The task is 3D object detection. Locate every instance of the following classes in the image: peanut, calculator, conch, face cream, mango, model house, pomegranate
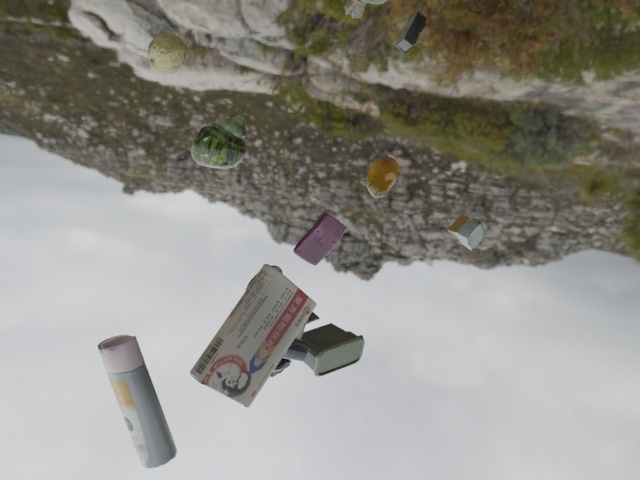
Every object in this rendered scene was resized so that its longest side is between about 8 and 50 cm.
[{"bbox_3d":[-0.573,-0.692,2.140,0.140,0.159,0.109,52,-158,22],"label":"peanut"},{"bbox_3d":[0.000,0.000,2.064,0.126,0.190,0.034,33,-170,-36],"label":"calculator"},{"bbox_3d":[-0.310,-0.317,1.844,0.124,0.182,0.187,8,172,25],"label":"conch"},{"bbox_3d":[-0.370,0.322,1.169,0.107,0.269,0.073,-8,-168,42],"label":"face cream"},{"bbox_3d":[0.230,-0.242,2.177,0.115,0.165,0.089,32,176,26],"label":"mango"},{"bbox_3d":[0.537,-0.034,2.116,0.100,0.088,0.101,37,171,40],"label":"model house"},{"bbox_3d":[0.158,-0.873,1.960,0.202,0.248,0.202,19,-136,-19],"label":"pomegranate"}]

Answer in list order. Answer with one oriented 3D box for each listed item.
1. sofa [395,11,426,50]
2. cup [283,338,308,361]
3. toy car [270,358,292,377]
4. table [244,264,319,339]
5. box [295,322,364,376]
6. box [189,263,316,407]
[{"bbox_3d":[0.373,-0.846,2.346,0.060,0.147,0.085,30,167,-17],"label":"sofa"},{"bbox_3d":[-0.096,0.391,2.036,0.077,0.100,0.078,19,-132,-18],"label":"cup"},{"bbox_3d":[-0.254,0.482,2.202,0.301,0.118,0.193,-6,174,-30],"label":"toy car"},{"bbox_3d":[-0.122,0.215,1.934,0.226,0.167,0.167,38,-157,30],"label":"table"},{"bbox_3d":[0.033,0.440,2.390,0.274,0.138,0.178,-9,-151,-43],"label":"box"},{"bbox_3d":[-0.175,0.264,1.581,0.069,0.353,0.214,25,166,43],"label":"box"}]
